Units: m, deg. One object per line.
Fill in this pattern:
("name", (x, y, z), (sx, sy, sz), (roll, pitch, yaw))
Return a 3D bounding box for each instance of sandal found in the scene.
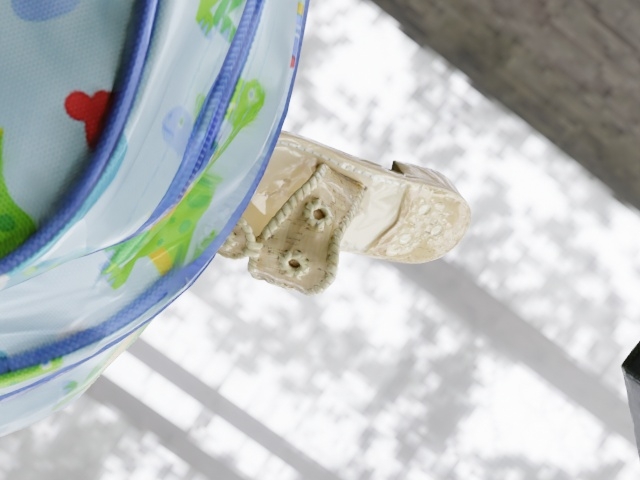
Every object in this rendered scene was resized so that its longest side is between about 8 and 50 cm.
("sandal", (0.002, -0.005, 1.096), (0.079, 0.240, 0.088), (55, -51, 42))

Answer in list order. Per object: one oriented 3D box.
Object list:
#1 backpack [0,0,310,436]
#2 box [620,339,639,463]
("backpack", (-0.181, -0.071, 0.464), (0.273, 0.355, 0.290), (-29, -135, 60))
("box", (0.267, 0.016, 0.751), (0.270, 0.165, 0.143), (-49, 155, -11))
